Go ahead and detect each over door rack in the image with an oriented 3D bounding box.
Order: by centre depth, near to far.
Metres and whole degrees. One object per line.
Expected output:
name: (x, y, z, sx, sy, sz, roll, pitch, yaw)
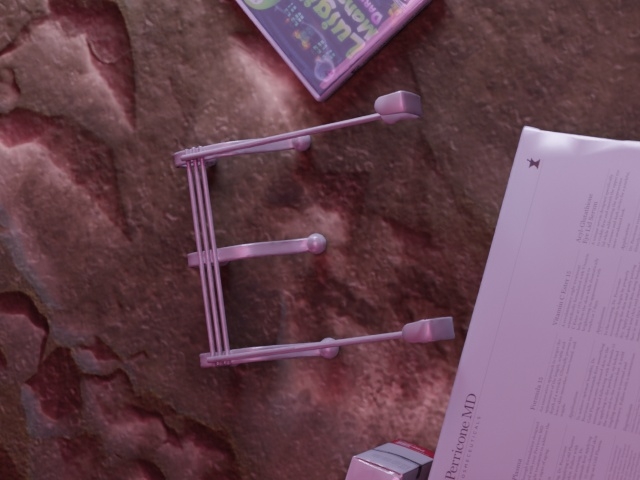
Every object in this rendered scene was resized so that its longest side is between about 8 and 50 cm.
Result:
over door rack: (0.000, 0.000, 1.667, 0.324, 0.108, 0.240, -11, 86, 41)

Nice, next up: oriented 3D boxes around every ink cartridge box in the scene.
ink cartridge box: (0.064, 0.257, 1.646, 0.056, 0.135, 0.099, 20, 97, 20)

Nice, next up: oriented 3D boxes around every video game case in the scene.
video game case: (0.003, -0.270, 1.722, 0.173, 0.022, 0.190, -42, 77, 16)

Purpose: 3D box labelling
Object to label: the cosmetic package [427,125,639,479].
cosmetic package: (0.278, 0.100, 1.512, 0.284, 0.097, 0.377, 11, 80, 31)
